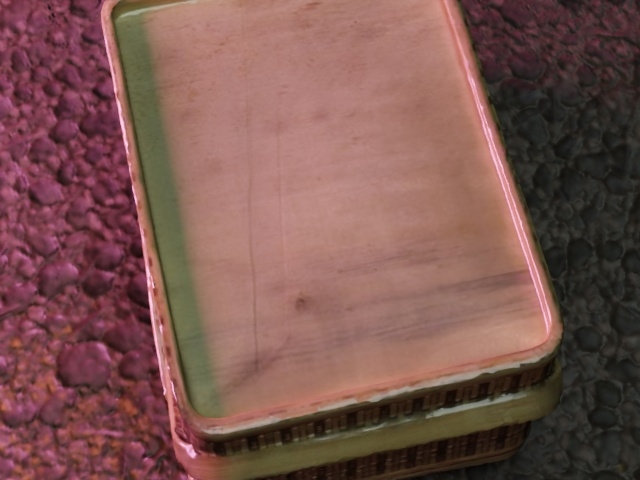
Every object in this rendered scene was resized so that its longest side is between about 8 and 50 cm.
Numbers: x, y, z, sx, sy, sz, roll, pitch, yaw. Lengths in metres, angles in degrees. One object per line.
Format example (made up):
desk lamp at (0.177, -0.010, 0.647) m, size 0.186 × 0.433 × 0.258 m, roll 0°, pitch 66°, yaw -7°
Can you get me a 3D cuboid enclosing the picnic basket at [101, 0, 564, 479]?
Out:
picnic basket at (0.000, 0.000, 0.928) m, size 0.228 × 0.175 × 0.312 m, roll -12°, pitch 63°, yaw -5°
